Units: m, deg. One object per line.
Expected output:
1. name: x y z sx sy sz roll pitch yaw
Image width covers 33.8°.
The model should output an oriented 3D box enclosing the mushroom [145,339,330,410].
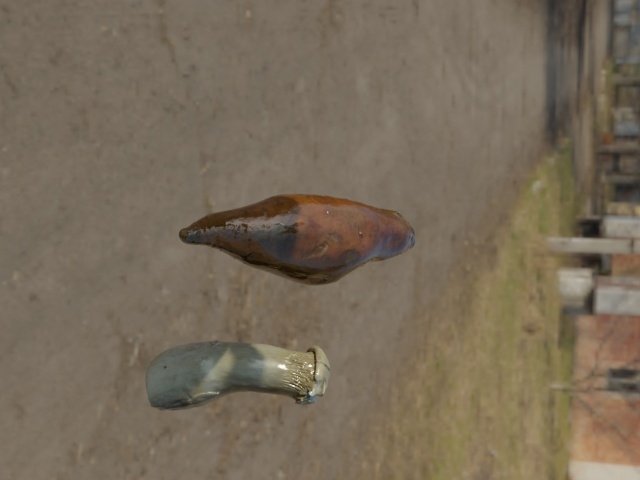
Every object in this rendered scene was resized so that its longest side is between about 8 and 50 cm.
1. mushroom: -0.098 0.163 1.282 0.081 0.223 0.092 -75 155 -64

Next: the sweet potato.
1. sweet potato: -0.003 -0.001 1.248 0.359 0.112 0.112 1 91 -35
